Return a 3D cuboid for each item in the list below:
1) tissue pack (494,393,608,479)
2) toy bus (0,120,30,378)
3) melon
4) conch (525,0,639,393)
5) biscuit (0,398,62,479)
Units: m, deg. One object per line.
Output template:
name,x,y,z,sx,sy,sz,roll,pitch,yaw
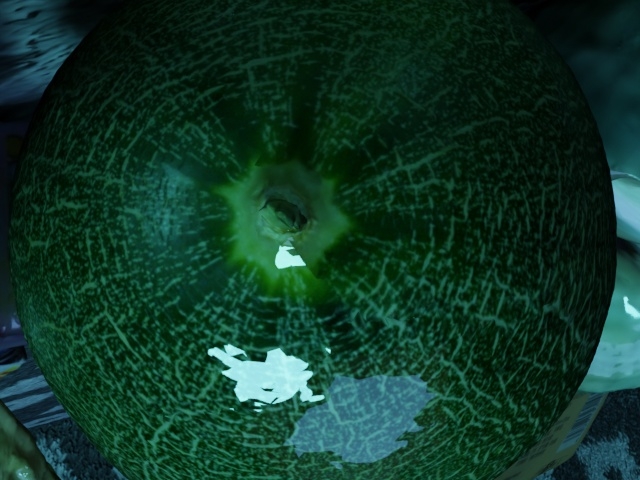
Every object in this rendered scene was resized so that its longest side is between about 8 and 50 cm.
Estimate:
tissue pack,0.072,0.040,1.060,0.238,0.239,0.305,-20,173,26
toy bus,-0.181,0.028,0.671,0.112,0.090,0.274,-3,166,-29
melon,0.000,0.000,0.480,0.182,0.182,0.288,-17,173,2
conch,0.122,-0.023,0.712,0.220,0.195,0.277,7,-171,-21
biscuit,-0.151,0.023,0.455,0.154,0.045,0.299,21,153,13
